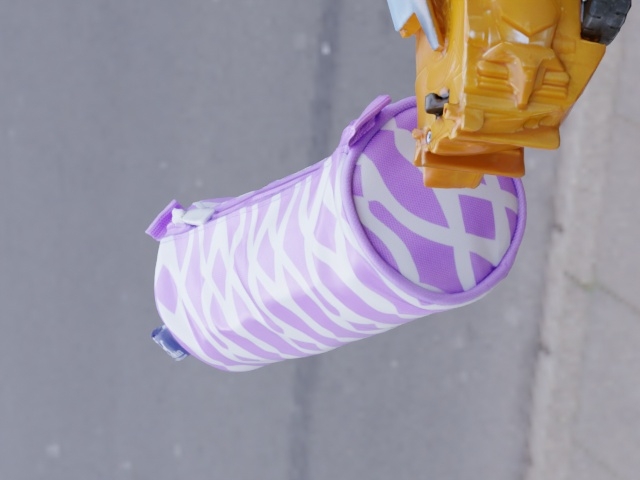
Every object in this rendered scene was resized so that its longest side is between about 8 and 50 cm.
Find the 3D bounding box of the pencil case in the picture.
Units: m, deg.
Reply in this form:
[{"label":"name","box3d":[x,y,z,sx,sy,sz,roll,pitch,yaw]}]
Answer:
[{"label":"pencil case","box3d":[0.000,0.000,0.766,0.088,0.086,0.206,54,149,-9]}]

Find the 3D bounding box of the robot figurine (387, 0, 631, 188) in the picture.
[{"label":"robot figurine","box3d":[0.104,-0.158,0.668,0.085,0.211,0.291,136,138,-65]}]
